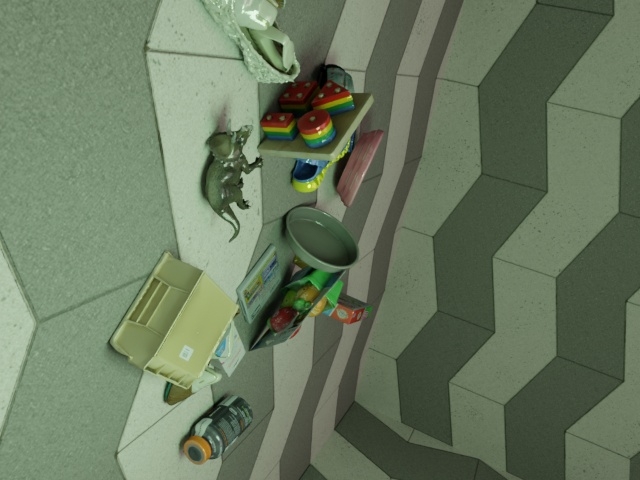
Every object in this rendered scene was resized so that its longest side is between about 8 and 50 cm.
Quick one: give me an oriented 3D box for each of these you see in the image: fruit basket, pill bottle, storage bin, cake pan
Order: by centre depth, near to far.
[{"bbox_3d":[-0.349,0.208,1.282,0.260,0.123,0.262,-63,160,-19],"label":"storage bin"},{"bbox_3d":[-0.338,0.624,1.698,0.246,0.131,0.130,-31,137,-61],"label":"pill bottle"},{"bbox_3d":[0.000,0.000,1.803,0.054,0.293,0.293,-54,171,33],"label":"cake pan"},{"bbox_3d":[-0.094,0.241,1.838,0.353,0.165,0.327,-42,-173,-32],"label":"fruit basket"}]

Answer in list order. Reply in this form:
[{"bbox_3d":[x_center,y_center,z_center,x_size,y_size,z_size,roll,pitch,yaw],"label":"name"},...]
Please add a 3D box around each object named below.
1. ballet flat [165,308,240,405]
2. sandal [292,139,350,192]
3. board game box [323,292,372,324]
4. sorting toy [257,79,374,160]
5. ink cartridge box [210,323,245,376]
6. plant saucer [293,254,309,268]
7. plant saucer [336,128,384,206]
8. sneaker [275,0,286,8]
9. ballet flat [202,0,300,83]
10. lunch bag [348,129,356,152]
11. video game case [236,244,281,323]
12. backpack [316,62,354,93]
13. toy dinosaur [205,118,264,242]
[{"bbox_3d":[-0.319,0.323,1.463,0.116,0.124,0.342,54,58,-76],"label":"ballet flat"},{"bbox_3d":[0.003,-0.311,1.718,0.317,0.126,0.138,-61,155,-26],"label":"sandal"},{"bbox_3d":[0.075,0.282,2.292,0.064,0.242,0.316,-70,160,4],"label":"board game box"},{"bbox_3d":[-0.024,-0.347,1.432,0.257,0.256,0.089,-59,142,-29],"label":"sorting toy"},{"bbox_3d":[-0.301,0.340,1.621,0.104,0.062,0.181,-57,156,-32],"label":"ink cartridge box"},{"bbox_3d":[-0.027,0.029,2.070,0.188,0.045,0.188,-67,160,-8],"label":"plant saucer"},{"bbox_3d":[0.150,-0.296,2.062,0.332,0.084,0.332,25,90,-89],"label":"plant saucer"},{"bbox_3d":[-0.095,-0.621,1.286,0.037,0.032,0.083,-55,156,-35],"label":"sneaker"},{"bbox_3d":[-0.135,-0.485,1.147,0.146,0.147,0.409,-67,161,-8],"label":"ballet flat"},{"bbox_3d":[0.095,-0.381,1.969,0.067,0.065,0.098,-66,166,-63],"label":"lunch bag"},{"bbox_3d":[-0.204,0.149,1.752,0.212,0.023,0.193,-55,156,-33],"label":"video game case"},{"bbox_3d":[0.048,-0.458,1.624,0.182,0.115,0.151,-92,178,-49],"label":"backpack"},{"bbox_3d":[-0.235,-0.152,1.294,0.160,0.121,0.313,-5,119,-55],"label":"toy dinosaur"}]
